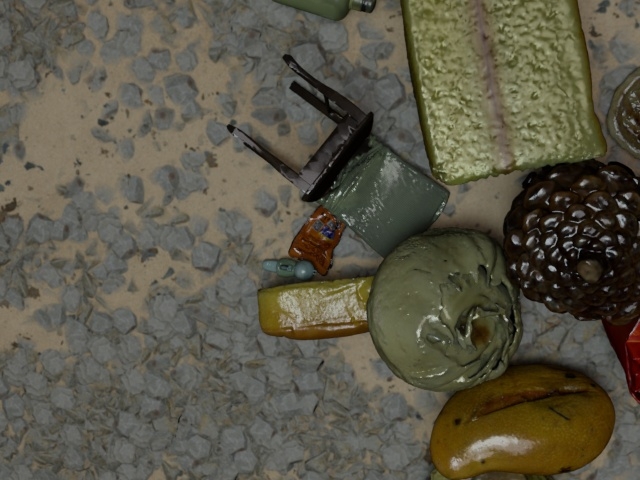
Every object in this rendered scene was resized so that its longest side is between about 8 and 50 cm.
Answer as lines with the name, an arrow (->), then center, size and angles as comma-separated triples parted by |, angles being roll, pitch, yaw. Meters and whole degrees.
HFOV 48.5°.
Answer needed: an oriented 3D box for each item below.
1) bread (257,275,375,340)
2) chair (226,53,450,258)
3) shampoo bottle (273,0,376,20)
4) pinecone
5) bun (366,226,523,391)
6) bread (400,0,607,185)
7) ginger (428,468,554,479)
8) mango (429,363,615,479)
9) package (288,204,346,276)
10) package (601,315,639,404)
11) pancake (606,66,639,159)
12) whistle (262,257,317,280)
bread -> 0.017, 0.106, 1.151 | 0.245, 0.102, 0.095 | -8, 92, 9
chair -> 0.037, -0.109, 1.069 | 0.319, 0.186, 0.160 | 39, 90, 4
shampoo bottle -> 0.006, -0.381, 1.081 | 0.161, 0.079, 0.079 | 20, 102, 6
pinecone -> 0.361, -0.005, 0.984 | 0.224, 0.272, 0.224 | 3, 105, 11
bun -> 0.196, 0.103, 1.046 | 0.259, 0.152, 0.260 | -3, 98, -20
bread -> 0.216, -0.295, 0.924 | 0.233, 0.245, 0.362 | -11, 127, 12
ginger -> 0.276, 0.436, 1.146 | 0.221, 0.130, 0.276 | -26, 93, 19
mango -> 0.304, 0.272, 1.075 | 0.294, 0.177, 0.120 | -6, 136, -13
package -> -0.001, 0.000, 1.168 | 0.077, 0.033, 0.111 | 29, 108, -6
package -> 0.534, 0.033, 0.999 | 0.123, 0.196, 0.424 | 31, 104, 6
pancake -> 0.505, -0.188, 1.055 | 0.151, 0.025, 0.152 | 1, 98, 8
whistle -> -0.051, 0.046, 1.179 | 0.100, 0.035, 0.035 | 7, 101, 23
